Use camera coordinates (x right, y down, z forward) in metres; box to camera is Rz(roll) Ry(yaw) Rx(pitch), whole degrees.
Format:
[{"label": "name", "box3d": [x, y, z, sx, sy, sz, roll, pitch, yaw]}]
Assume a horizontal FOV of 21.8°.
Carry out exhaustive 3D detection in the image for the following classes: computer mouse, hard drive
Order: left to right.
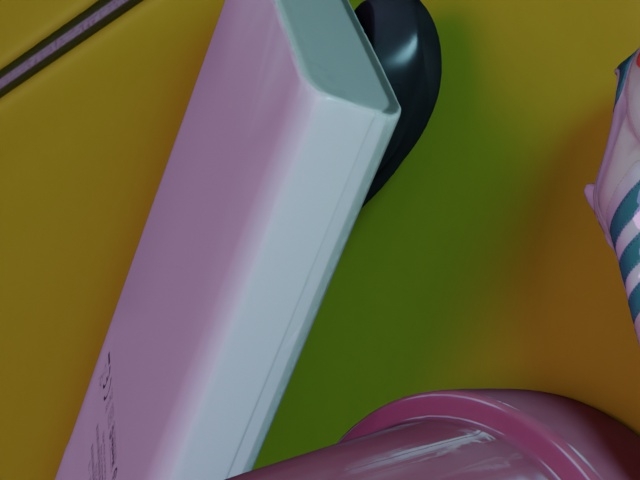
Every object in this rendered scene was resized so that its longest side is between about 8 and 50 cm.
[{"label": "hard drive", "box3d": [-0.055, 0.040, 0.715, 0.203, 0.040, 0.307, -108, 37, -62]}, {"label": "computer mouse", "box3d": [0.000, 0.000, 0.726, 0.071, 0.041, 0.242, -101, 30, -52]}]

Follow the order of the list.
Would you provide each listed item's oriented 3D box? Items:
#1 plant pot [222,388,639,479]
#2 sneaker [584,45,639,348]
[{"label": "plant pot", "box3d": [0.018, 0.152, 0.584, 0.201, 0.180, 0.201, -6, 81, 48]}, {"label": "sneaker", "box3d": [0.128, 0.004, 0.575, 0.075, 0.057, 0.161, 173, 97, -65]}]
